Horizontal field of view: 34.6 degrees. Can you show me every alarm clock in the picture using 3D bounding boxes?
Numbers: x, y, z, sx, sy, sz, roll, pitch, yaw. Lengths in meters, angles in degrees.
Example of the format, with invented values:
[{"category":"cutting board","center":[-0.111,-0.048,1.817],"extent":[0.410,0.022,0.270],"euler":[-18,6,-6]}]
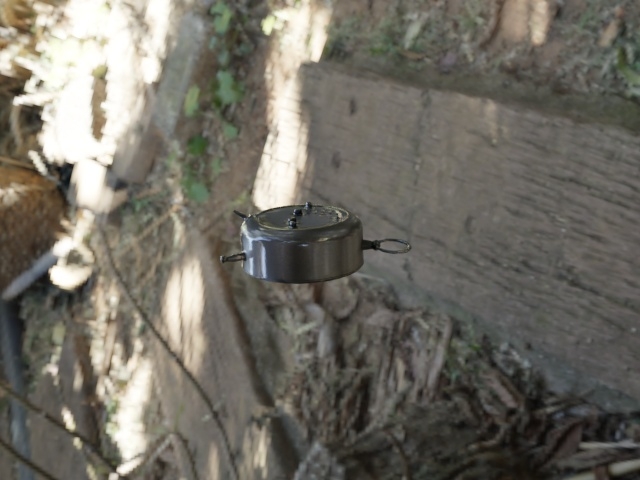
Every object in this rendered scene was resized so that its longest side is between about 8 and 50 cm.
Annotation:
[{"category":"alarm clock","center":[0.000,0.000,1.081],"extent":[0.129,0.192,0.064],"euler":[-61,-27,-71]}]
